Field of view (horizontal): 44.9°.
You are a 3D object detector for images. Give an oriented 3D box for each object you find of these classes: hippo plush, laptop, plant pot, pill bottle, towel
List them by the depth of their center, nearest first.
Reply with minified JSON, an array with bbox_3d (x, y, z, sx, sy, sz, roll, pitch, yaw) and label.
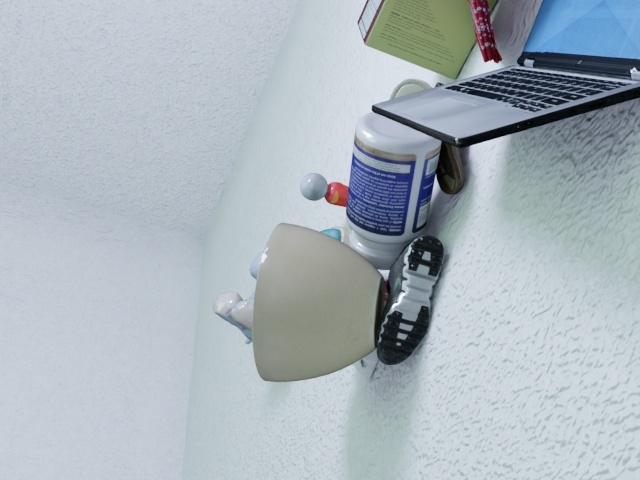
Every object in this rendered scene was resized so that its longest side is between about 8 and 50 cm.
[{"bbox_3d":[0.285,-0.314,1.046,0.382,0.408,0.236,-127,21,-71],"label":"laptop"},{"bbox_3d":[0.257,-0.447,1.298,0.199,0.031,0.275,-80,-25,-62],"label":"towel"},{"bbox_3d":[0.011,0.118,1.371,0.284,0.191,0.284,5,-90,-78],"label":"plant pot"},{"bbox_3d":[0.125,-0.088,1.402,0.153,0.153,0.265,-99,13,-57],"label":"pill bottle"},{"bbox_3d":[-0.108,0.159,2.038,0.236,0.234,0.294,-60,-31,-17],"label":"hippo plush"}]

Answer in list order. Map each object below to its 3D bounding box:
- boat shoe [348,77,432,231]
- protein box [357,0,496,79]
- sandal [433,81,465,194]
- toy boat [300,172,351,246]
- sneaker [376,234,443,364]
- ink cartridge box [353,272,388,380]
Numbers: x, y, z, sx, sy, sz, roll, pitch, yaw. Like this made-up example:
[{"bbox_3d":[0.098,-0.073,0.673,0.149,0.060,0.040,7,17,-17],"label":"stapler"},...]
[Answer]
[{"bbox_3d":[0.150,-0.160,1.559,0.113,0.127,0.340,-34,-40,-67],"label":"boat shoe"},{"bbox_3d":[0.206,-0.454,1.489,0.136,0.199,0.201,-98,29,-55],"label":"protein box"},{"bbox_3d":[0.235,-0.183,1.392,0.090,0.060,0.219,112,152,-57],"label":"sandal"},{"bbox_3d":[0.000,0.000,1.824,0.267,0.148,0.318,142,142,-64],"label":"toy boat"},{"bbox_3d":[0.150,0.103,1.357,0.106,0.078,0.234,-169,96,-81],"label":"sneaker"},{"bbox_3d":[0.084,0.161,1.522,0.115,0.067,0.198,-150,77,-73],"label":"ink cartridge box"}]
